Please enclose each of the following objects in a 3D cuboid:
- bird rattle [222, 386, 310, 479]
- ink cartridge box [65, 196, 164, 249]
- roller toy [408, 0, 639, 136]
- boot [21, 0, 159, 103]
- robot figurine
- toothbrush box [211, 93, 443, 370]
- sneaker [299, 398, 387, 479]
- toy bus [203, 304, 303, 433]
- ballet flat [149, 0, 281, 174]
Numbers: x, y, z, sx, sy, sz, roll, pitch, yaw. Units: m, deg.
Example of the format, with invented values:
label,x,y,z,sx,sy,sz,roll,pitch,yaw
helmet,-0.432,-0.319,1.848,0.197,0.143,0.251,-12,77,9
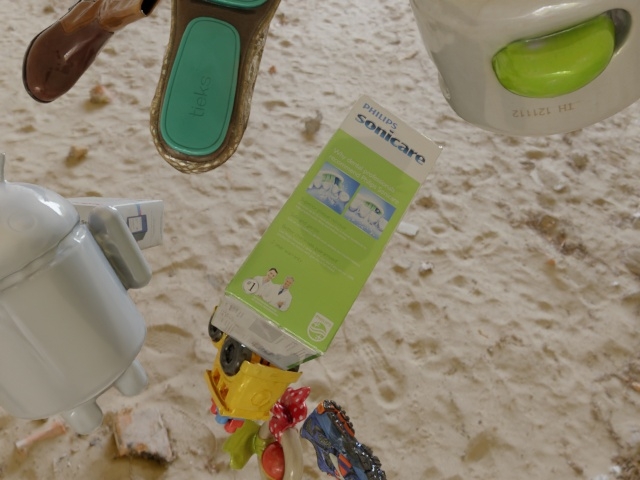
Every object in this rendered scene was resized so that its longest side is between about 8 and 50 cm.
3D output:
label,x,y,z,sx,sy,sz,roll,pitch,yaw
bird rattle,-0.085,0.436,1.179,0.143,0.253,0.207,8,49,-41
ink cartridge box,-0.396,-0.029,0.982,0.154,0.093,0.212,4,6,8
roller toy,0.178,-0.187,0.435,0.209,0.146,0.191,-46,49,-7
boot,-0.367,-0.354,0.941,0.280,0.096,0.264,5,54,39
robot figurine,-0.358,0.077,0.689,0.200,0.353,0.300,7,37,44
toothbrush box,0.000,0.000,0.666,0.122,0.206,0.283,33,67,-3
sneaker,0.044,0.396,0.984,0.221,0.087,0.083,56,19,14
toy bus,-0.166,0.267,1.113,0.149,0.211,0.220,19,15,-37
ballet flat,-0.066,-0.139,0.361,0.073,0.067,0.206,18,79,-9
